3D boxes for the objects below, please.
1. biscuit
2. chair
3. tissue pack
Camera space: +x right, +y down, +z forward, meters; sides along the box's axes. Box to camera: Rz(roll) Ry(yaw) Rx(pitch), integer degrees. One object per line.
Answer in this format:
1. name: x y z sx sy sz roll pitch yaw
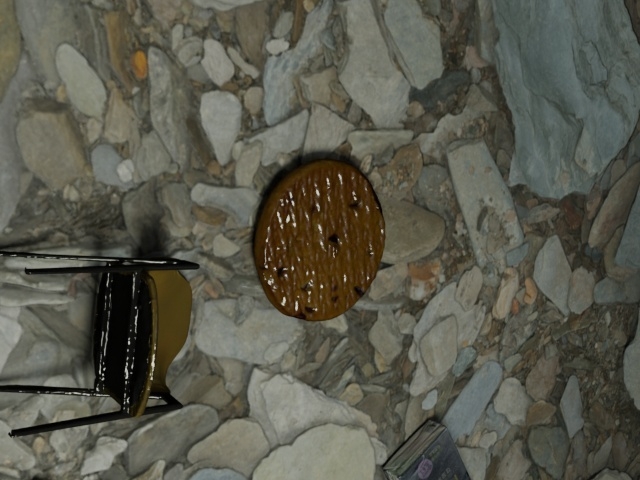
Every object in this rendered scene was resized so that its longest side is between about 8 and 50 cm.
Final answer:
1. biscuit: 0.000 0.000 1.208 0.212 0.036 0.212 -9 105 -37
2. chair: -0.214 0.095 0.987 0.247 0.172 0.159 3 98 -32
3. tissue pack: 0.167 0.361 1.422 0.112 0.051 0.156 -41 123 -26
